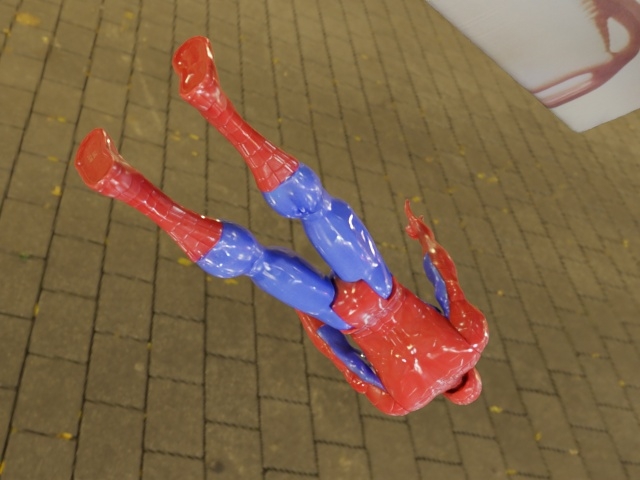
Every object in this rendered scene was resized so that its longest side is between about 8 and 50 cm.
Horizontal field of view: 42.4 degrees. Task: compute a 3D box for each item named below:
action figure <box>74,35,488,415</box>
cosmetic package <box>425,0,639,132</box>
[{"bbox_3d":[0.000,0.000,0.451,0.280,0.091,0.139,43,12,-35],"label":"action figure"},{"bbox_3d":[0.080,-0.170,0.311,0.296,0.129,0.153,20,51,-51],"label":"cosmetic package"}]
